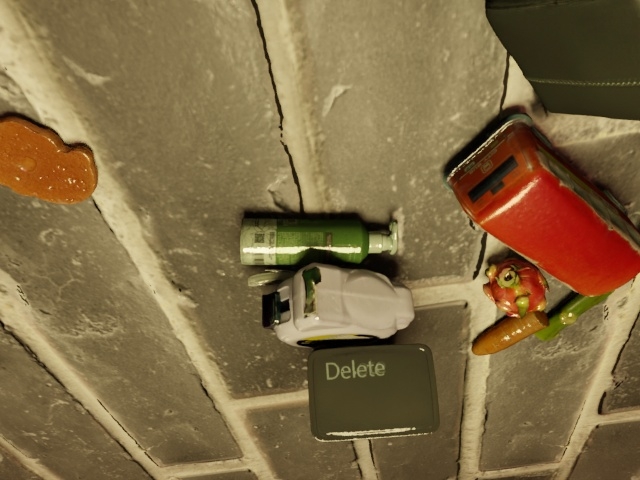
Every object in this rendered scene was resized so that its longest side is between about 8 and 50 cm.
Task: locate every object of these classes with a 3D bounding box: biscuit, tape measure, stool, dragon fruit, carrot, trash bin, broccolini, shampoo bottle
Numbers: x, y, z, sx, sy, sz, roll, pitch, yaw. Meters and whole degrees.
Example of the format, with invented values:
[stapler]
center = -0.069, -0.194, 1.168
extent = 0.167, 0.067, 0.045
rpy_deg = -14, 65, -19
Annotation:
[biscuit]
center = -0.326, -0.089, 0.524
extent = 0.130, 0.019, 0.102
rpy_deg = 20, 127, -20
[tape measure]
center = 0.016, 0.087, 0.626
extent = 0.196, 0.105, 0.178
rpy_deg = 13, 153, -39
[stool]
center = 0.249, -0.208, 0.333
extent = 0.232, 0.232, 0.141
rpy_deg = -38, 125, 26
[dragon fruit]
center = 0.276, 0.064, 0.648
extent = 0.081, 0.086, 0.116
rpy_deg = -36, 134, 18
[carrot]
center = 0.309, 0.158, 0.758
extent = 0.048, 0.048, 0.139
rpy_deg = 30, 124, -26
[trash bin]
center = 0.064, 0.214, 0.686
extent = 0.165, 0.115, 0.225
rpy_deg = -4, 169, -2
[broccolini]
center = 0.447, 0.021, 0.655
extent = 0.073, 0.079, 0.392
rpy_deg = 3, 139, -20
[shampoo bottle]
center = 0.000, 0.000, 0.594
extent = 0.204, 0.065, 0.065
rpy_deg = 0, 131, -4

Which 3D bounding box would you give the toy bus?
[toy bus]
center = 0.284, -0.025, 0.550
extent = 0.265, 0.120, 0.121
rpy_deg = 29, 125, -24
